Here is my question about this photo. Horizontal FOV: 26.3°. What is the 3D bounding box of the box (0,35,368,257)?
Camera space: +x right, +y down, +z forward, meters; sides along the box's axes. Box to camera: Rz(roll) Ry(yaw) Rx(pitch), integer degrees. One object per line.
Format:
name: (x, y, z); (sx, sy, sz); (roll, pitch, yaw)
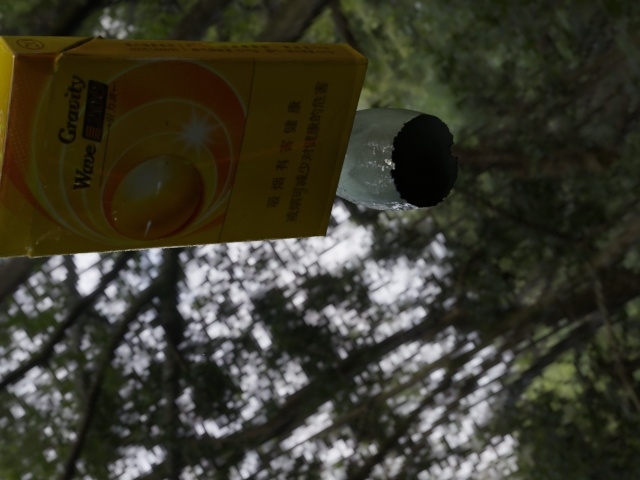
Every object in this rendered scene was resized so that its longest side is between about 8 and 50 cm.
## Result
box: (-0.100, -0.066, 0.963); (0.269, 0.152, 0.043); (-5, -150, -32)

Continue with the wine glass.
wine glass: (0.000, 0.000, 1.332); (0.096, 0.309, 0.264); (-10, -78, -39)
